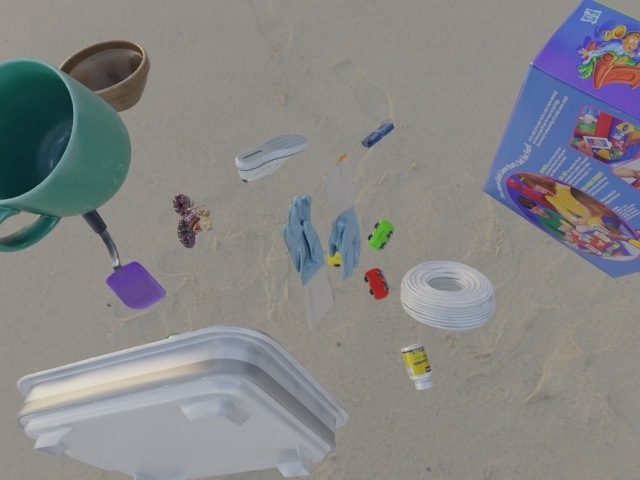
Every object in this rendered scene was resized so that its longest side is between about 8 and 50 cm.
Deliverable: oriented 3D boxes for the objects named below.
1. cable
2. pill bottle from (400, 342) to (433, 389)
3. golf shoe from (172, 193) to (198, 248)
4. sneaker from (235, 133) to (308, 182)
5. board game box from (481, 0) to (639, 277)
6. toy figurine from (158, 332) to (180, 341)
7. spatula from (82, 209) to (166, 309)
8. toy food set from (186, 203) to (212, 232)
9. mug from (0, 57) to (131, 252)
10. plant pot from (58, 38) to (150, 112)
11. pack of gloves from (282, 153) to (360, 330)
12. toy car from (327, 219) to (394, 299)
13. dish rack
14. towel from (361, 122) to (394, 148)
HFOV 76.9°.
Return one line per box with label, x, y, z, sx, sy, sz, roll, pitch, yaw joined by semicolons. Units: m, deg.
cable;0.358;0.148;1.137;0.257;0.089;0.257;-21;28;-35
pill bottle;0.271;0.350;1.121;0.065;0.065;0.116;-18;78;7
golf shoe;-0.434;-0.063;1.349;0.068;0.086;0.185;-14;80;18
sneaker;-0.152;-0.263;1.280;0.258;0.091;0.094;-26;54;-24
board game box;0.330;-0.077;0.469;0.233;0.347;0.078;40;91;19
toy figurine;-0.514;0.422;1.351;0.130;0.159;0.173;19;39;15
spatula;-0.408;0.003;0.766;0.084;0.030;0.296;-31;94;8
toy food set;-0.381;-0.063;1.265;0.078;0.019;0.122;-16;49;-8
mug;-0.262;-0.079;0.384;0.158;0.097;0.129;-38;78;4
plant pot;-0.562;-0.425;1.085;0.238;0.109;0.237;-4;57;6
pack of gloves;0.000;0.000;0.675;0.046;0.231;0.195;11;39;32
toy car;0.164;0.039;1.281;0.239;0.053;0.224;36;101;24
dish rack;-0.157;0.226;0.479;0.333;0.285;0.072;-17;43;17
towel;0.201;-0.375;1.427;0.119;0.029;0.067;-39;24;0
